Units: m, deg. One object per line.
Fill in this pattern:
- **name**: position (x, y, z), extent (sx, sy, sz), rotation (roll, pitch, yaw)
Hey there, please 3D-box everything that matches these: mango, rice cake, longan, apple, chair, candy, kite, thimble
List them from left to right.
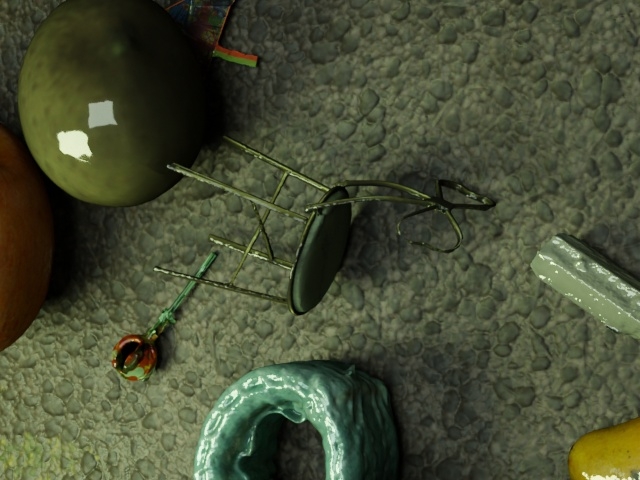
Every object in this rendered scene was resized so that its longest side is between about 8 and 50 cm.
- **apple**: position (-0.446, -0.010, 1.880), extent (0.299, 0.299, 0.275), rotation (28, 106, 25)
- **longan**: position (-0.225, -0.150, 1.795), extent (0.215, 0.246, 0.246), rotation (-31, 72, -15)
- **candy**: position (-0.176, 0.086, 1.886), extent (0.055, 0.049, 0.184), rotation (40, 99, 15)
- **kite**: position (-0.135, -0.228, 1.874), extent (0.159, 0.010, 0.190), rotation (32, 109, 28)
- **thimble**: position (-0.017, 0.231, 1.739), extent (0.198, 0.143, 0.235), rotation (37, 107, 22)
- **chair**: position (0.000, 0.000, 1.723), extent (0.326, 0.160, 0.170), rotation (18, 113, 18)
- **rice cake**: position (0.320, 0.076, 1.614), extent (0.256, 0.052, 0.057), rotation (36, 129, 23)
- **mango**: position (0.326, 0.224, 1.588), extent (0.178, 0.090, 0.115), rotation (-24, 67, 29)
